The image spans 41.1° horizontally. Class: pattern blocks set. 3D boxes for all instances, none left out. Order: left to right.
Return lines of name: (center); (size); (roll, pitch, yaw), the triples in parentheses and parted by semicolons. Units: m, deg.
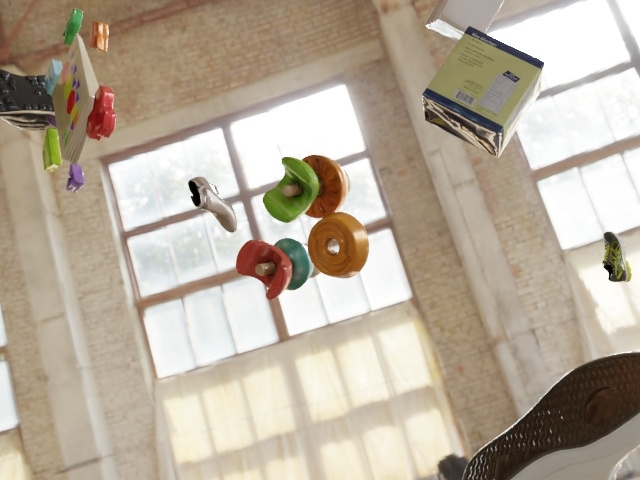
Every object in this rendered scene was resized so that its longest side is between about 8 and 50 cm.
pattern blocks set: (-0.392, -0.225, 1.372); (0.026, 0.324, 0.285); (9, -39, -33)

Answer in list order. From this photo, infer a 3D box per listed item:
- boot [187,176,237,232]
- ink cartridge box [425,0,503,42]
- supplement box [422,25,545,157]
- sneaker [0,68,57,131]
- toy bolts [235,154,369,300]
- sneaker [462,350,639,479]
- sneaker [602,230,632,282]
boot: (-0.208, -0.067, 1.611); (0.042, 0.118, 0.087); (-34, -13, 20)
ink cartridge box: (0.265, -0.430, 1.499); (0.148, 0.086, 0.203); (-61, 6, 10)
supplement box: (0.153, -0.140, 0.804); (0.083, 0.083, 0.056); (-56, -18, -10)
sneaker: (-0.576, -0.247, 1.585); (0.283, 0.107, 0.124); (7, -27, -23)
toy bolts: (0.000, 0.000, 1.359); (0.158, 0.218, 0.228); (-10, -41, -54)
sneaker: (0.290, 0.222, 0.924); (0.123, 0.106, 0.290); (30, -51, -18)
sneaker: (0.434, 0.024, 1.266); (0.035, 0.083, 0.031); (-10, -25, -9)
